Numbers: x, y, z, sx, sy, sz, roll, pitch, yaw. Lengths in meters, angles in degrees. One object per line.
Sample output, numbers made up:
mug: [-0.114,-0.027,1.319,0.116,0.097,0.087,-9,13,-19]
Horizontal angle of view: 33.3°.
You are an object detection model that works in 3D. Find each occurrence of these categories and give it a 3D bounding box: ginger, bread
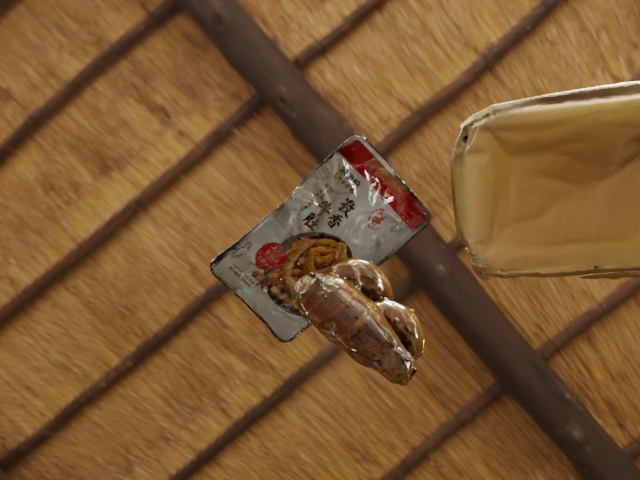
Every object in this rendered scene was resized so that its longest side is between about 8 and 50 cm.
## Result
ginger: [0.051,0.087,1.161,0.162,0.073,0.103,45,-135,12]
bread: [0.220,-0.042,0.771,0.241,0.107,0.136,-6,-90,23]

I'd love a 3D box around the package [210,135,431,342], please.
package: [0.000,0.000,1.255,0.239,0.154,0.030,-42,-152,1]
